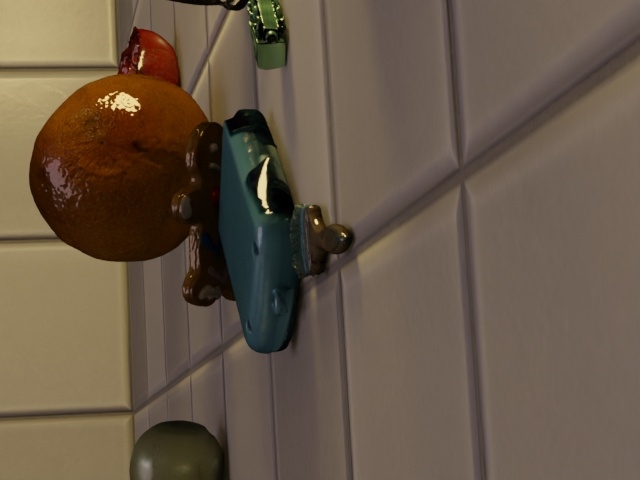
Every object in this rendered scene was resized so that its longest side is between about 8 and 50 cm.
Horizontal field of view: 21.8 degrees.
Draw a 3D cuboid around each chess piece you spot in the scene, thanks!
[{"bbox_3d":[-0.204,0.406,2.226,0.182,0.182,0.330,-142,56,-76],"label":"chess piece"}]

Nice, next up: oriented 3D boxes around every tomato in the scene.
[{"bbox_3d":[-0.275,-0.223,2.659,0.228,0.101,0.228,-174,90,-75],"label":"tomato"}]

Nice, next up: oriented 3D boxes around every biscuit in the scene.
[{"bbox_3d":[-0.116,-0.031,1.850,0.138,0.031,0.205,-5,-88,-57],"label":"biscuit"}]

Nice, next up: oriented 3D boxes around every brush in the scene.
[{"bbox_3d":[0.000,0.000,1.452,0.196,0.021,0.070,176,90,-79],"label":"brush"}]

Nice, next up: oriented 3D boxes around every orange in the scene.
[{"bbox_3d":[-0.254,-0.095,2.180,0.264,0.264,0.264,178,90,-79],"label":"orange"}]

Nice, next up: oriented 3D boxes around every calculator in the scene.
[{"bbox_3d":[-0.065,-0.014,1.707,0.293,0.051,0.173,-108,21,-55],"label":"calculator"}]

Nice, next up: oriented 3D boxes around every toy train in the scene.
[{"bbox_3d":[-0.055,-0.214,1.672,0.083,0.033,0.053,-106,14,-52],"label":"toy train"}]

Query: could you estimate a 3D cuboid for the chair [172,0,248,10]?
[{"bbox_3d":[-0.155,-0.319,1.845,0.213,0.174,0.149,151,121,-66],"label":"chair"}]
